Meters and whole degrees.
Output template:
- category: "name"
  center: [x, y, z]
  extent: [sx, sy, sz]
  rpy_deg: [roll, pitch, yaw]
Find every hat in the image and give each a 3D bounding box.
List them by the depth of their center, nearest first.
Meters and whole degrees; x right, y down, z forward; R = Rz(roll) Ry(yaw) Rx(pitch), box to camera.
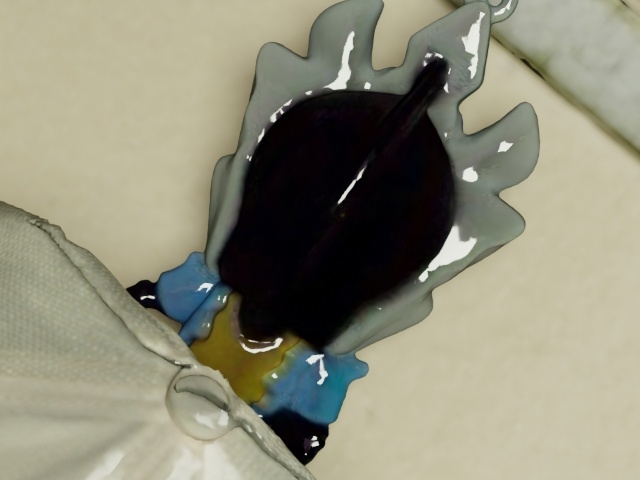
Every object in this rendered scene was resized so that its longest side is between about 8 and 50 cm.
- category: "hat"
  center: [-0.098, 0.123, 0.526]
  extent: [0.219, 0.164, 0.226]
  rpy_deg: [42, 86, 11]

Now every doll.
- category: "doll"
  center: [0.000, 0.000, 0.582]
  extent: [0.096, 0.070, 0.195]
  rpy_deg: [36, 96, 4]
